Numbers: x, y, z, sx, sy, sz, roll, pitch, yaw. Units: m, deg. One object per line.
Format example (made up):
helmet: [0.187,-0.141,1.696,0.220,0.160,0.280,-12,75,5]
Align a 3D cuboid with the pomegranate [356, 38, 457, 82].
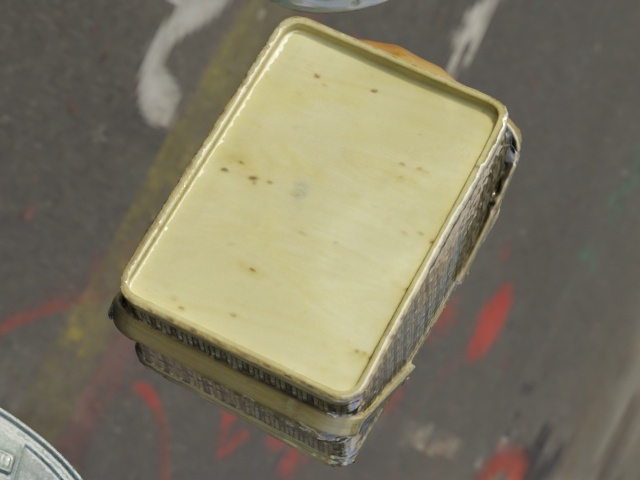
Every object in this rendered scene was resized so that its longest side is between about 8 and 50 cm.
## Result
pomegranate: [0.027,-0.047,1.399,0.207,0.207,0.207,-48,154,-33]

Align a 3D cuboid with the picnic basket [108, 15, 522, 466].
picnic basket: [0.000,0.000,0.795,0.164,0.115,0.079,-58,164,-22]

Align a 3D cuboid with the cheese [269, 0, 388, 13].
cheese: [0.037,-0.181,1.096,0.171,0.092,0.047,-31,142,-28]

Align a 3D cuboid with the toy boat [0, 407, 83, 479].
toy boat: [-0.291,0.159,1.361,0.092,0.319,0.141,-42,-152,47]
